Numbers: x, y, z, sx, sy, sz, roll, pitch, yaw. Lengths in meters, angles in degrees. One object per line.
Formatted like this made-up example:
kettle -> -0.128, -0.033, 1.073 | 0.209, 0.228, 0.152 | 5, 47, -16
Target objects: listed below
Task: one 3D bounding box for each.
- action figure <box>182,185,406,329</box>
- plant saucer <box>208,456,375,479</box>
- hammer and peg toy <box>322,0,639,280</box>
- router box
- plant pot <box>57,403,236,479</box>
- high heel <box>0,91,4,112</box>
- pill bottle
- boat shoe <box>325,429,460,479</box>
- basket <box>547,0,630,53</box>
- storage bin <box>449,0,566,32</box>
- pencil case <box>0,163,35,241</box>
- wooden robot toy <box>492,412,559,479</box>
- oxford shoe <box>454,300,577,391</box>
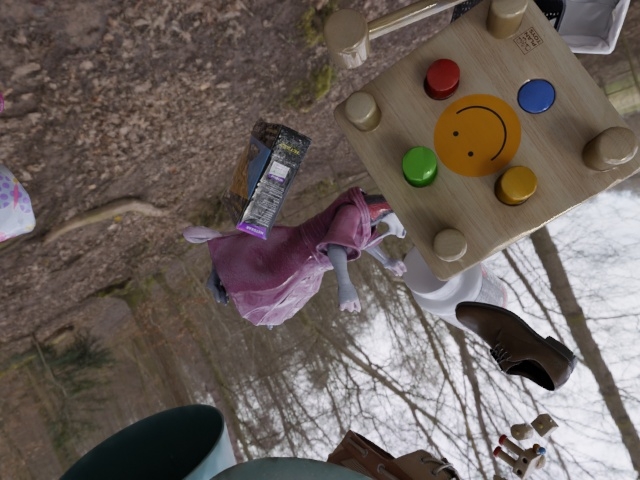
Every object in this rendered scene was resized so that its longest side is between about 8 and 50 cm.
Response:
action figure -> 0.000, 0.000, 0.789 | 0.370, 0.275, 0.248 | -36, 171, 12
plant saucer -> -0.009, 0.235, 0.298 | 0.195, 0.195, 0.037 | -17, -166, 18
hammer and peg toy -> 0.157, -0.169, 0.519 | 0.266, 0.361, 0.127 | -32, 171, 13
router box -> -0.079, -0.089, 0.598 | 0.046, 0.133, 0.179 | 22, -173, -22
plant pot -> -0.261, 0.463, 0.748 | 0.293, 0.235, 0.293 | -18, -171, 3
high heel -> -0.696, -0.365, 0.763 | 0.127, 0.377, 0.181 | -42, -157, 12
pill bottle -> 0.333, 0.113, 1.113 | 0.176, 0.176, 0.318 | -16, 150, 34
boat shoe -> 0.125, 0.324, 0.563 | 0.324, 0.123, 0.116 | 1, -122, 44
basket -> 0.477, -0.418, 0.845 | 0.167, 0.113, 0.103 | 18, -152, 27
storage bin -> 0.309, -0.362, 0.741 | 0.180, 0.122, 0.084 | 0, -161, -37
pencil case -> -0.533, -0.012, 0.585 | 0.124, 0.113, 0.273 | -6, -159, 42
wooden robot toy -> 0.365, 0.373, 0.790 | 0.079, 0.173, 0.076 | 10, -165, -36
oxford shoe -> 0.343, 0.190, 0.825 | 0.227, 0.082, 0.096 | 31, -128, 29
